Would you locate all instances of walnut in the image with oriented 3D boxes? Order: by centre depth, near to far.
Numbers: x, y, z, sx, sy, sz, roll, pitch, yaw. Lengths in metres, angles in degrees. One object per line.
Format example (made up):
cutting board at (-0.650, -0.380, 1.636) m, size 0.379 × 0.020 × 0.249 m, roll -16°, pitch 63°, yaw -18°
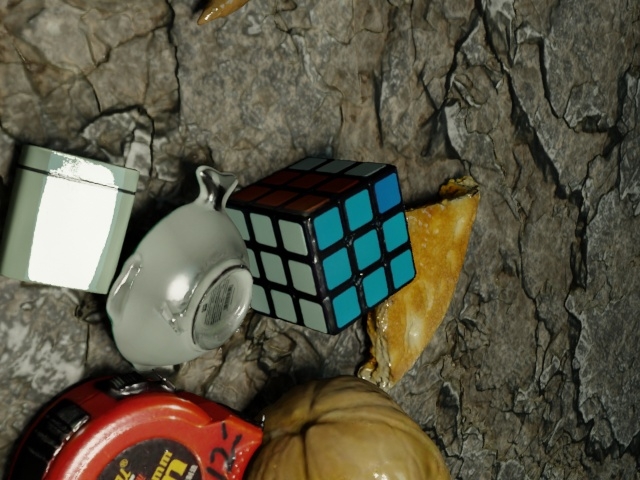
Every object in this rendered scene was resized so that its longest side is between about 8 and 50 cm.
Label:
walnut at (0.032, 0.331, 1.073) m, size 0.252 × 0.277 × 0.313 m, roll -32°, pitch 128°, yaw -11°

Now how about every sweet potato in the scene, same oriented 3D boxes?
sweet potato at (-0.078, -0.319, 0.951) m, size 0.068 × 0.060 × 0.206 m, roll 32°, pitch 75°, yaw -6°

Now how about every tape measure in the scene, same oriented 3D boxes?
tape measure at (-0.209, 0.263, 0.927) m, size 0.260 × 0.114 × 0.253 m, roll 36°, pitch 75°, yaw -40°

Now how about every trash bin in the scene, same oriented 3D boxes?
trash bin at (-0.252, -0.021, 0.838) m, size 0.116 × 0.059 × 0.130 m, roll 13°, pitch 92°, yaw -29°

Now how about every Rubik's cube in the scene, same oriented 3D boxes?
Rubik's cube at (0.000, 0.000, 1.033) m, size 0.160 × 0.163 × 0.162 m, roll -31°, pitch 117°, yaw -36°

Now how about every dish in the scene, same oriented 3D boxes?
dish at (-0.129, 0.047, 0.927) m, size 0.224 × 0.078 × 0.246 m, roll 11°, pitch 101°, yaw -63°

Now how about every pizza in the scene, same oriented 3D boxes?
pizza at (0.142, 0.055, 1.248) m, size 0.182 × 0.073 × 0.366 m, roll 30°, pitch 80°, yaw -46°
